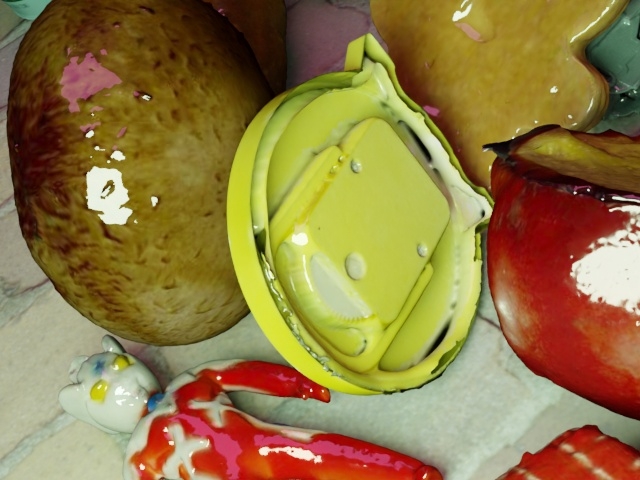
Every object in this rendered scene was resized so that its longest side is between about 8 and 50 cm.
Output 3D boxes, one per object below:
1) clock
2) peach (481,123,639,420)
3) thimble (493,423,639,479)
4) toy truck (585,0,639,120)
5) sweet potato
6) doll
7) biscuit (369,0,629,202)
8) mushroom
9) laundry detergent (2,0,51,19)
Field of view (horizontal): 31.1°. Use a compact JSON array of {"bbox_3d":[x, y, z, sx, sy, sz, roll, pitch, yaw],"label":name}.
[{"bbox_3d":[0.032,-0.007,0.998,0.071,0.277,0.293,-17,25,44],"label":"clock"},{"bbox_3d":[0.295,0.033,0.881,0.361,0.201,0.258,4,18,13],"label":"peach"},{"bbox_3d":[0.186,0.221,0.767,0.125,0.163,0.189,-34,43,-10],"label":"thimble"},{"bbox_3d":[0.351,-0.278,1.207,0.338,0.133,0.184,-43,54,-13],"label":"toy truck"},{"bbox_3d":[-0.107,-0.236,1.382,0.157,0.158,0.370,-19,53,9],"label":"sweet potato"},{"bbox_3d":[-0.087,0.181,1.001,0.383,0.099,0.188,19,59,35],"label":"doll"},{"bbox_3d":[0.176,-0.217,1.126,0.275,0.052,0.355,32,108,27],"label":"biscuit"},{"bbox_3d":[-0.185,-0.086,1.075,0.356,0.331,0.334,14,19,29],"label":"mushroom"},{"bbox_3d":[-0.468,-0.523,1.666,0.287,0.305,0.287,-21,53,30],"label":"laundry detergent"}]
